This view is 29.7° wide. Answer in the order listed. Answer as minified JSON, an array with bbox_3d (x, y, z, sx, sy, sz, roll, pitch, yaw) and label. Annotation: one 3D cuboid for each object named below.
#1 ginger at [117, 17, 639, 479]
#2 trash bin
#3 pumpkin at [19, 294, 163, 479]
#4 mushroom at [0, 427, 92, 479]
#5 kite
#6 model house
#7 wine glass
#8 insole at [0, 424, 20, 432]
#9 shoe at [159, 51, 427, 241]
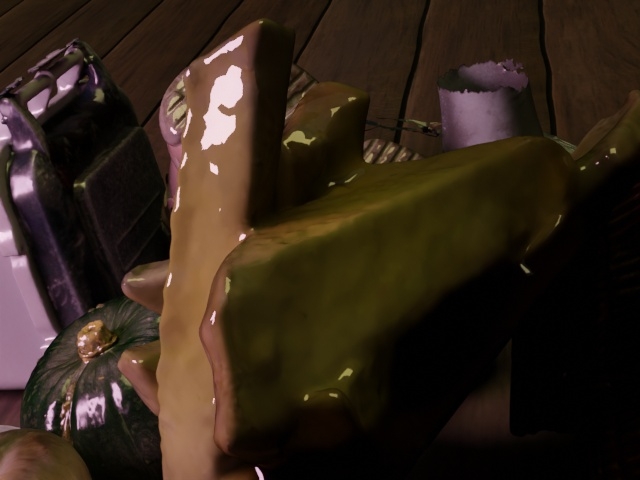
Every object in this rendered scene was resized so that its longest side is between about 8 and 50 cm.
[{"bbox_3d":[0.010,0.015,0.737,0.358,0.211,0.413,-47,-6,-13],"label":"ginger"},{"bbox_3d":[-0.338,-0.002,1.135,0.368,0.296,0.256,-9,24,17],"label":"trash bin"},{"bbox_3d":[-0.137,0.120,0.927,0.190,0.146,0.190,-5,36,4],"label":"pumpkin"},{"bbox_3d":[-0.258,0.169,0.783,0.207,0.215,0.207,-24,9,4],"label":"mushroom"},{"bbox_3d":[0.137,-0.126,1.398,0.360,0.022,0.204,4,16,-13],"label":"kite"},{"bbox_3d":[0.267,0.093,0.811,0.283,0.297,0.317,-11,58,23],"label":"model house"},{"bbox_3d":[0.162,-0.045,1.088,0.103,0.222,0.103,-11,24,5],"label":"wine glass"},{"bbox_3d":[-0.231,0.174,1.025,0.153,0.002,0.053,4,28,29],"label":"insole"},{"bbox_3d":[0.003,-0.001,1.062,0.172,0.198,0.351,-38,80,-27],"label":"shoe"}]
